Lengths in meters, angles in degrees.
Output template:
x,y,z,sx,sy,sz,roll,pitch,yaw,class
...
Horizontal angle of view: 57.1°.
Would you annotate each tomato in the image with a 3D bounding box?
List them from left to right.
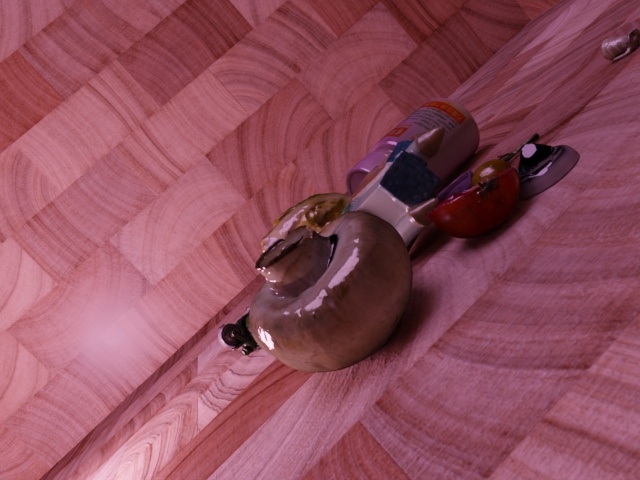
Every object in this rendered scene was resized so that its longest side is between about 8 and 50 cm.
x,y,z,sx,sy,sz,roll,pitch,yaw,class
0.310,-0.060,1.161,0.189,0.099,0.173,-27,-3,-12,tomato

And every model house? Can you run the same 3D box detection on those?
x,y,z,sx,sy,sz,roll,pitch,yaw,class
0.215,-0.124,1.374,0.325,0.194,0.267,-51,4,38,model house

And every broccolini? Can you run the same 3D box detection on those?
x,y,z,sx,sy,sz,roll,pitch,yaw,class
0.471,-0.218,1.438,0.140,0.035,0.030,-40,12,6,broccolini

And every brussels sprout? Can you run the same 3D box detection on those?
x,y,z,sx,sy,sz,roll,pitch,yaw,class
0.000,0.000,1.594,0.344,0.268,0.344,-19,-14,-5,brussels sprout

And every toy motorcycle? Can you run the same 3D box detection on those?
x,y,z,sx,sy,sz,roll,pitch,yaw,class
-0.165,0.236,1.788,0.275,0.127,0.205,-40,6,-40,toy motorcycle

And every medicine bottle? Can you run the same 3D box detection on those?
x,y,z,sx,sy,sz,roll,pitch,yaw,class
0.271,-0.233,1.720,0.388,0.219,0.219,-42,7,-24,medicine bottle

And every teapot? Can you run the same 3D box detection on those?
x,y,z,sx,sy,sz,roll,pitch,yaw,class
0.751,-0.485,1.465,0.083,0.057,0.067,-20,61,61,teapot

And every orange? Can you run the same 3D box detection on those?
x,y,z,sx,sy,sz,roll,pitch,yaw,class
0.369,-0.128,1.264,0.095,0.085,0.085,-32,12,26,orange

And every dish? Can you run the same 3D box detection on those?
x,y,z,sx,sy,sz,roll,pitch,yaw,class
0.429,-0.158,1.171,0.141,0.078,0.141,-41,9,8,dish

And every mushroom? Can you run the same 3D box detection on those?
x,y,z,sx,sy,sz,roll,pitch,yaw,class
0.015,0.090,1.136,0.352,0.260,0.352,-38,16,13,mushroom

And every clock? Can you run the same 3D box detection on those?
x,y,z,sx,sy,sz,roll,pitch,yaw,class
0.336,-0.105,1.422,0.110,0.050,0.152,-38,9,25,clock
